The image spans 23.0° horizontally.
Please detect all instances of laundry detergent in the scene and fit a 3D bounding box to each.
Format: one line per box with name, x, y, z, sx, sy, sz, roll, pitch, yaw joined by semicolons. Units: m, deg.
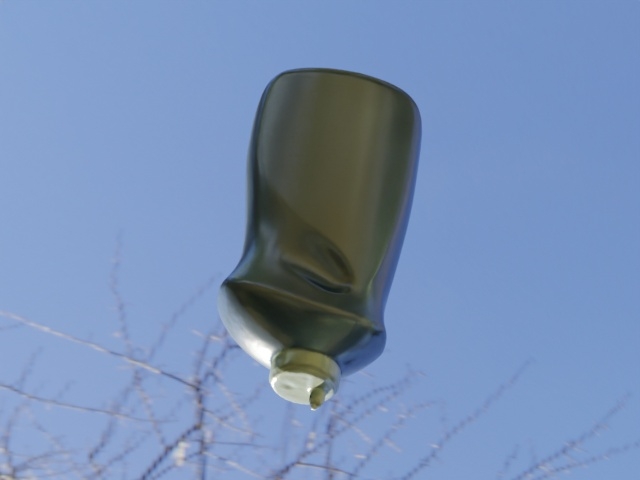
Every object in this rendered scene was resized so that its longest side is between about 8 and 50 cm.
laundry detergent;0.000;0.001;0.836;0.097;0.061;0.206;10;-128;-2
